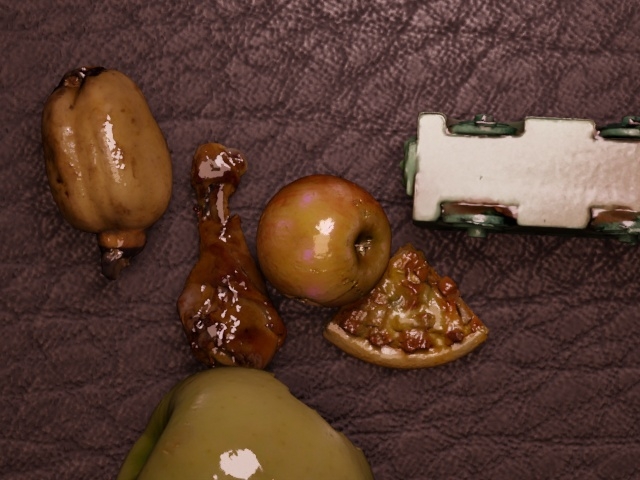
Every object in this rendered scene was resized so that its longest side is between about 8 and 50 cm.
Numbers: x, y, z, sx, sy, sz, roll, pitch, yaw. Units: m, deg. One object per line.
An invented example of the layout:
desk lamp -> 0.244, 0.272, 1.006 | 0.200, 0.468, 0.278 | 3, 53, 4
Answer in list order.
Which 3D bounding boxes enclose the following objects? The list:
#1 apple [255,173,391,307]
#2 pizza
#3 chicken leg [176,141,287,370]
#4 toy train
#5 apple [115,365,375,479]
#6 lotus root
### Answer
apple -> 0.000, 0.000, 1.843 | 0.146, 0.146, 0.146 | 0, 91, 1
pizza -> 0.086, 0.071, 1.886 | 0.175, 0.046, 0.134 | -8, 91, 1
chicken leg -> -0.100, 0.022, 1.877 | 0.107, 0.087, 0.251 | -3, 84, -20
toy train -> 0.244, -0.061, 1.830 | 0.326, 0.159, 0.129 | 2, 88, 4
apple -> -0.077, 0.262, 1.781 | 0.279, 0.279, 0.279 | 0, 91, 1
lotus root -> -0.218, -0.072, 1.854 | 0.125, 0.118, 0.221 | -13, 94, 33
